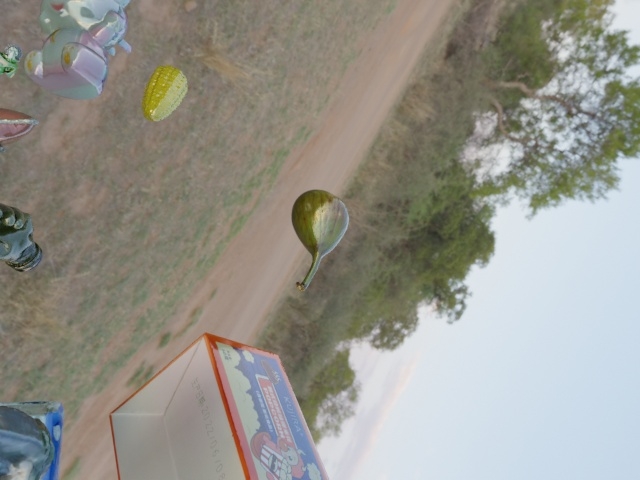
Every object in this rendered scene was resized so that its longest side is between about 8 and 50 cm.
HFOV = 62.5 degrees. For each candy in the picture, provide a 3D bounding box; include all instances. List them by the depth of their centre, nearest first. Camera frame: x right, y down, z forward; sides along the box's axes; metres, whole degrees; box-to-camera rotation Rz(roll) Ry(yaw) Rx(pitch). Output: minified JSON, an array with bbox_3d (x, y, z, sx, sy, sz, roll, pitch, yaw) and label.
[{"bbox_3d":[-0.437,-0.393,1.449,0.094,0.106,0.198,124,-18,-46],"label":"candy"}]

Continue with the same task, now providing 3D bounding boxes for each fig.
[{"bbox_3d":[0.000,0.000,1.345,0.151,0.151,0.259,111,-20,-67],"label":"fig"}]

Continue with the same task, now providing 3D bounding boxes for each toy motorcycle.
[{"bbox_3d":[-1.068,-0.578,1.719,0.190,0.106,0.074,-18,-157,-21],"label":"toy motorcycle"}]

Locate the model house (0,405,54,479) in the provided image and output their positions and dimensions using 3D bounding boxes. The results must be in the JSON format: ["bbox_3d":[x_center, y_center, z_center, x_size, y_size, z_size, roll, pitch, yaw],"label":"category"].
[{"bbox_3d":[-0.425,0.338,0.523,0.243,0.284,0.298,-32,146,2],"label":"model house"}]

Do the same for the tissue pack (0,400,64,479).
[{"bbox_3d":[-0.501,0.399,0.843,0.198,0.146,0.263,155,-61,-63],"label":"tissue pack"}]

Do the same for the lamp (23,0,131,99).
[{"bbox_3d":[-0.591,-0.510,1.343,0.247,0.247,0.301,38,52,-63],"label":"lamp"}]

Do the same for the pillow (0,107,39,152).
[{"bbox_3d":[-0.553,-0.171,0.823,0.179,0.171,0.075,-8,96,-37],"label":"pillow"}]

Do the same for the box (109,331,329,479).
[{"bbox_3d":[-0.209,0.437,1.075,0.319,0.348,0.257,-41,140,13],"label":"box"}]

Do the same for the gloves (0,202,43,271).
[{"bbox_3d":[-0.651,-0.015,1.077,0.135,0.107,0.268,-56,178,-26],"label":"gloves"}]
